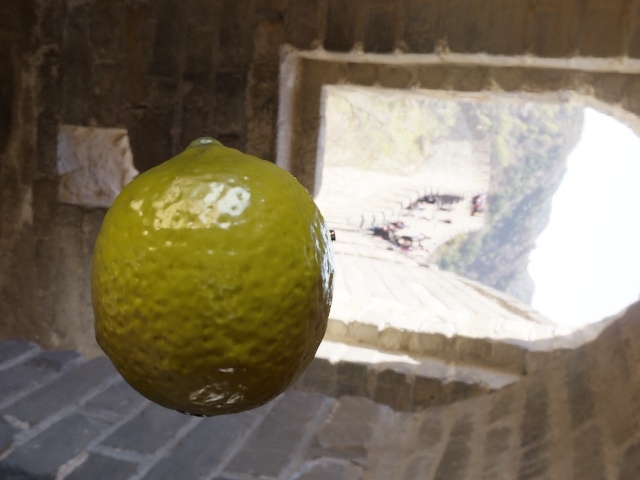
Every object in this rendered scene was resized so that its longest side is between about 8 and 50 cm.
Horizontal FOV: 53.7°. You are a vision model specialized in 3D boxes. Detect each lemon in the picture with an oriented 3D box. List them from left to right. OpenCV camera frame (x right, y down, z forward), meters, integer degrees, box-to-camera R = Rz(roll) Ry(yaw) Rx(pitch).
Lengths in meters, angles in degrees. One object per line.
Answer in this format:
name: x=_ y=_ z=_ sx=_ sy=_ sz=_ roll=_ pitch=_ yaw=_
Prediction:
lemon: x=-0.133 y=0.053 z=0.808 sx=0.336 sy=0.336 sz=0.335 roll=7 pitch=90 yaw=-74

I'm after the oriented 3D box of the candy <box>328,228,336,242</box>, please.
candy: x=0.000 y=-0.001 z=0.935 sx=0.020 sy=0.083 sz=0.030 roll=-18 pitch=82 yaw=-31
